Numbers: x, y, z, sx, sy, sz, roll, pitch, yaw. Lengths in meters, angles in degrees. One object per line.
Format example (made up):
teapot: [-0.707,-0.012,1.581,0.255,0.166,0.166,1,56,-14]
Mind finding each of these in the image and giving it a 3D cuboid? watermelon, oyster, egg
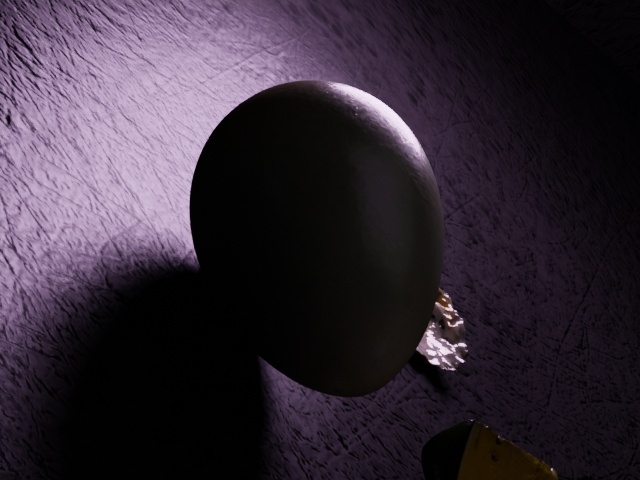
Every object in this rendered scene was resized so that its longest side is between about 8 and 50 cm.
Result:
watermelon: [0.150,0.232,1.571,0.181,0.092,0.075,38,36,-52]
oyster: [0.112,0.078,1.812,0.146,0.045,0.122,63,19,12]
egg: [0.000,0.000,1.467,0.218,0.218,0.295,26,44,-49]
